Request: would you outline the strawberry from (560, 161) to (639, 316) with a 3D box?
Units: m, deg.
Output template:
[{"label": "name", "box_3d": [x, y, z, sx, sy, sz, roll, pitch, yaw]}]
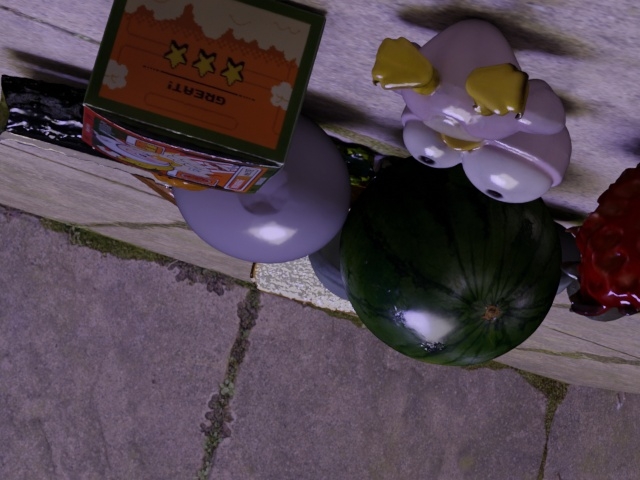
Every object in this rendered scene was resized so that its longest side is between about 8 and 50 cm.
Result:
[{"label": "strawberry", "box_3d": [0.359, -0.008, 1.422, 0.253, 0.150, 0.280, -4, 179, -24]}]

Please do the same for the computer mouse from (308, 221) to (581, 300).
[{"label": "computer mouse", "box_3d": [0.149, 0.009, 1.886, 0.331, 0.095, 0.197, -2, -154, -2]}]

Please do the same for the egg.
[{"label": "egg", "box_3d": [-0.062, -0.061, 1.686, 0.176, 0.176, 0.232, 21, -174, -38]}]

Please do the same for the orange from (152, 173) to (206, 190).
[{"label": "orange", "box_3d": [-0.129, -0.120, 1.548, 0.159, 0.136, 0.159, 23, 176, 1]}]

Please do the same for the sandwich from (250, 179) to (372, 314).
[{"label": "sandwich", "box_3d": [0.000, 0.000, 2.075, 0.186, 0.065, 0.214, 12, 138, 9]}]

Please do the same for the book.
[{"label": "book", "box_3d": [-0.268, -0.133, 1.929, 0.231, 0.026, 0.157, 16, -153, -1]}]

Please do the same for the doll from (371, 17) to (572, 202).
[{"label": "doll", "box_3d": [0.131, -0.107, 1.310, 0.160, 0.094, 0.365, 17, 173, 12]}]

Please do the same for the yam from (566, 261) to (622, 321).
[{"label": "yam", "box_3d": [0.365, 0.042, 1.915, 0.106, 0.106, 0.259, 15, 173, 4]}]

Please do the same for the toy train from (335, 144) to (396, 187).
[{"label": "toy train", "box_3d": [0.053, -0.080, 1.843, 0.250, 0.053, 0.085, 15, -178, -7]}]

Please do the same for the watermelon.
[{"label": "watermelon", "box_3d": [0.139, 0.018, 1.680, 0.242, 0.242, 0.242, 15, 173, 2]}]

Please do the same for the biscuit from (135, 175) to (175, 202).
[{"label": "biscuit", "box_3d": [-0.191, -0.069, 2.215, 0.376, 0.051, 0.269, 36, 175, -35]}]

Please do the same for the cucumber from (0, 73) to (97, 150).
[{"label": "cucumber", "box_3d": [-0.235, -0.129, 1.832, 0.303, 0.081, 0.072, 13, -154, -4]}]

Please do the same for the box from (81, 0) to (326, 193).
[{"label": "box", "box_3d": [-0.110, -0.136, 1.371, 0.178, 0.148, 0.195, 18, 172, -8]}]
